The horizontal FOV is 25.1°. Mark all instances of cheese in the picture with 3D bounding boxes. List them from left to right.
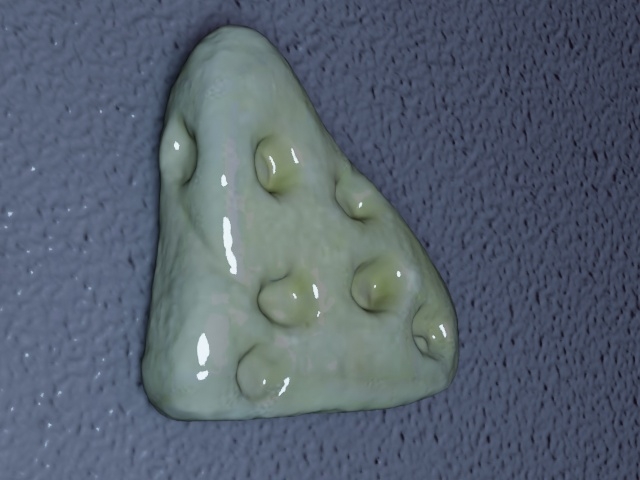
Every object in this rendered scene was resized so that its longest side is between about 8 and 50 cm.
[{"bbox_3d":[0.000,0.000,1.313,0.328,0.130,0.350,11,76,-35],"label":"cheese"}]
